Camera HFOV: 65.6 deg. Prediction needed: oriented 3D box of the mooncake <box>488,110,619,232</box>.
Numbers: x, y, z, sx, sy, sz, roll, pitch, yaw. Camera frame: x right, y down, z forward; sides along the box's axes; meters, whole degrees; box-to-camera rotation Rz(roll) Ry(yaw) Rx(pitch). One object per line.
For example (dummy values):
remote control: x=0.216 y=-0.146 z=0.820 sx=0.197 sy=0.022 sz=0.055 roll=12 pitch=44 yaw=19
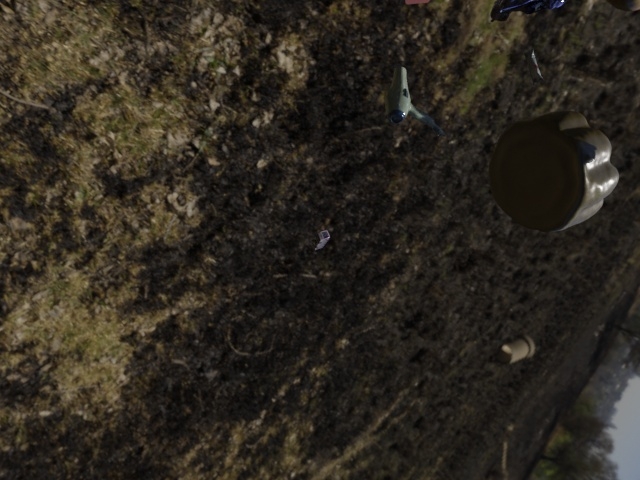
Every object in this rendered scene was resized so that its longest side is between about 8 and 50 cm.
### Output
mooncake: x=0.733 y=-0.221 z=1.573 sx=0.201 sy=0.378 sz=0.378 roll=-18 pitch=133 yaw=-24

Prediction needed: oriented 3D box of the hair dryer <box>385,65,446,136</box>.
hair dryer: x=0.247 y=-0.363 z=1.287 sx=0.199 sy=0.067 sz=0.167 roll=9 pitch=69 yaw=-32

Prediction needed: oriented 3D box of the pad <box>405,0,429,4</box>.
pad: x=0.388 y=-0.967 z=1.739 sx=0.181 sy=0.004 sz=0.267 roll=-28 pitch=148 yaw=-39

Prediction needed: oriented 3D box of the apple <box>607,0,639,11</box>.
apple: x=0.912 y=-0.773 z=1.436 sx=0.188 sy=0.174 sz=0.188 roll=-21 pitch=151 yaw=-12

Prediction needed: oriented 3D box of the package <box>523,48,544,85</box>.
package: x=0.679 y=-0.552 z=1.581 sx=0.015 sy=0.037 sz=0.110 roll=-26 pitch=97 yaw=-33

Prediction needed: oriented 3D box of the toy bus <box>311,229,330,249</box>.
toy bus: x=0.000 y=0.000 z=1.859 sx=0.052 sy=0.037 sz=0.130 roll=-18 pitch=167 yaw=-17

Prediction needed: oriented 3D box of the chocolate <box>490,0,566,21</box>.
chocolate: x=0.468 y=-0.518 z=0.947 sx=0.148 sy=0.126 sz=0.343 roll=-35 pitch=-179 yaw=-26
